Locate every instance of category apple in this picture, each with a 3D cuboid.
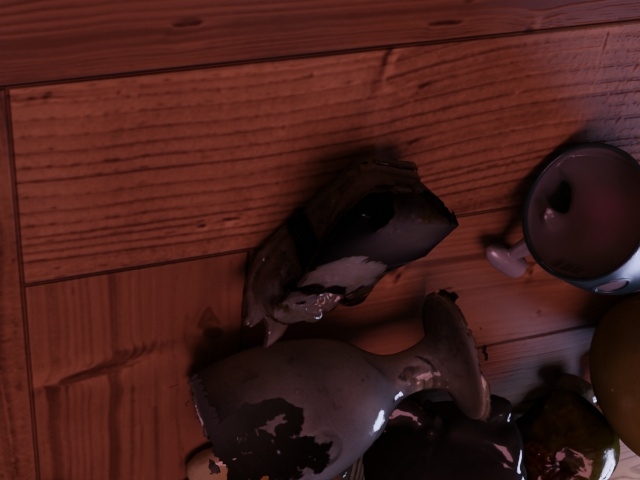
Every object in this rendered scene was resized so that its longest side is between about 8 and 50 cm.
[{"bbox_3d":[0.499,0.175,1.560,0.262,0.262,0.262,-14,136,-14],"label":"apple"}]

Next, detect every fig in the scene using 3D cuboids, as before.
[{"bbox_3d":[0.344,0.288,1.621,0.166,0.154,0.144,10,158,-27],"label":"fig"}]

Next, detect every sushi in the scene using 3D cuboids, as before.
[{"bbox_3d":[0.007,0.008,1.282,0.134,0.109,0.273,10,140,-38],"label":"sushi"}]

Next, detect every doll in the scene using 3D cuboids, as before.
[{"bbox_3d":[0.161,0.386,1.523,0.252,0.378,0.382,-4,118,7],"label":"doll"}]

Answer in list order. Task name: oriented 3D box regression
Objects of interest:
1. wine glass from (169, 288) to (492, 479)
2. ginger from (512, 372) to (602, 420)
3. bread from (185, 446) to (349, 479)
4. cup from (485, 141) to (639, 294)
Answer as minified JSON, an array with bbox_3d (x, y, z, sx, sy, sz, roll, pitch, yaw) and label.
[{"bbox_3d":[0.018,0.190,1.391,0.357,0.190,0.190,-19,137,-16],"label":"wine glass"},{"bbox_3d":[0.370,0.246,1.713,0.259,0.065,0.149,-3,121,-12],"label":"ginger"},{"bbox_3d":[-0.070,0.331,1.584,0.251,0.039,0.182,-2,131,-26],"label":"bread"},{"bbox_3d":[0.346,-0.011,1.383,0.300,0.167,0.173,-19,154,30],"label":"cup"}]
